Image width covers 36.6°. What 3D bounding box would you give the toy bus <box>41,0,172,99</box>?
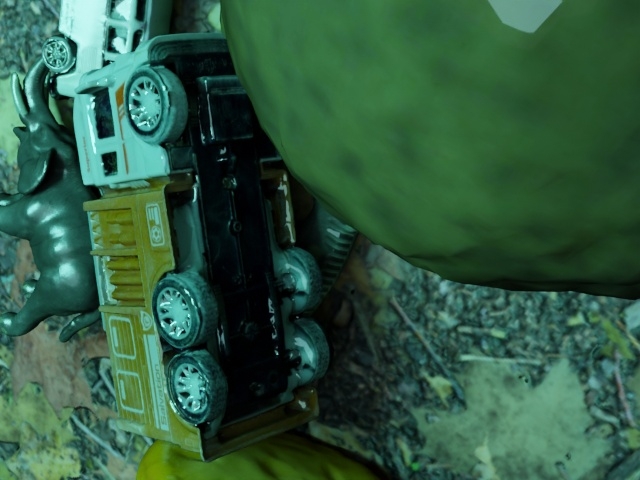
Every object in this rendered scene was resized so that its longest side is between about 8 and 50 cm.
[{"bbox_3d":[-0.169,-0.208,0.803,0.088,0.087,0.194,14,106,13],"label":"toy bus"}]

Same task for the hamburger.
[{"bbox_3d":[-0.055,0.263,0.778,0.246,0.246,0.170,17,99,18],"label":"hamburger"}]

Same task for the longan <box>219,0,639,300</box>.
[{"bbox_3d":[0.133,-0.158,0.537,0.390,0.391,0.391,5,104,22],"label":"longan"}]

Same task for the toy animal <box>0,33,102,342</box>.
[{"bbox_3d":[-0.257,-0.039,0.882,0.137,0.082,0.270,-11,94,22],"label":"toy animal"}]

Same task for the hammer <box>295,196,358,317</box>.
[{"bbox_3d":[0.000,0.000,0.802,0.158,0.041,0.227,38,113,12],"label":"hammer"}]

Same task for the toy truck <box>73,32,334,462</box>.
[{"bbox_3d":[-0.103,0.002,0.756,0.162,0.136,0.306,-3,97,43],"label":"toy truck"}]
